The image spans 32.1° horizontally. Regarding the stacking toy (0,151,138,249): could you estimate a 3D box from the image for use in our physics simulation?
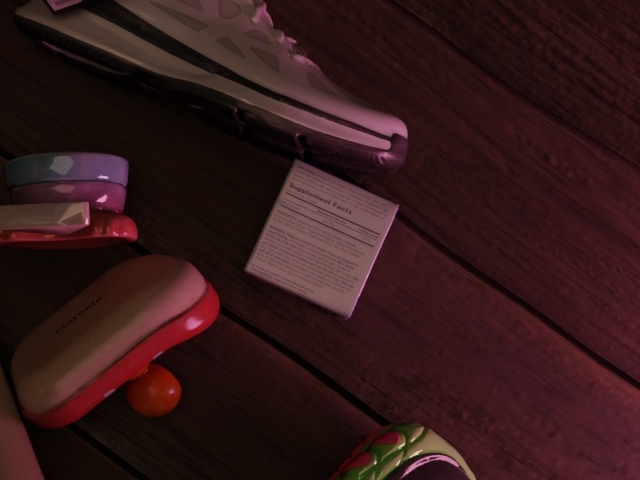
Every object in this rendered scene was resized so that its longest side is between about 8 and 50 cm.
[{"bbox_3d":[-0.342,-0.061,1.109,0.309,0.279,0.130,-3,85,-7],"label":"stacking toy"}]

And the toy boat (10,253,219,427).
[{"bbox_3d":[-0.201,0.125,1.177,0.231,0.151,0.151,-38,117,-6],"label":"toy boat"}]

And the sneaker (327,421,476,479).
[{"bbox_3d":[0.004,0.412,1.116,0.202,0.185,0.483,39,84,5],"label":"sneaker"}]

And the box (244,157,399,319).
[{"bbox_3d":[0.000,0.000,1.219,0.126,0.072,0.137,25,83,0],"label":"box"}]

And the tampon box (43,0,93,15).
[{"bbox_3d":[-0.256,-0.334,1.112,0.101,0.120,0.161,-18,62,7],"label":"tampon box"}]

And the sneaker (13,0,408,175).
[{"bbox_3d":[-0.080,-0.253,1.196,0.447,0.169,0.257,24,84,2],"label":"sneaker"}]

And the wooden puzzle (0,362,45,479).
[{"bbox_3d":[-0.481,0.211,1.105,0.348,0.080,0.322,-27,62,-4],"label":"wooden puzzle"}]
